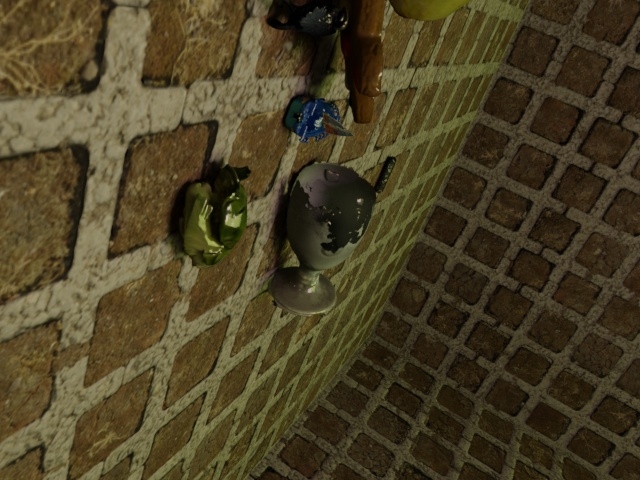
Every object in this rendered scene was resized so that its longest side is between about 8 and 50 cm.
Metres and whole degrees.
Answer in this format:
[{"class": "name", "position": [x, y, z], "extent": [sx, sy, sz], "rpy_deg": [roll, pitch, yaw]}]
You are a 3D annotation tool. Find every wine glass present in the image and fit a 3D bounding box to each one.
[{"class": "wine glass", "position": [-0.003, -0.001, 1.263], "extent": [0.190, 0.190, 0.357], "rpy_deg": [-41, 158, -48]}]

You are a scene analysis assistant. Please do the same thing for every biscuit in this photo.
[{"class": "biscuit", "position": [0.062, -0.359, 0.888], "extent": [0.432, 0.064, 0.283], "rpy_deg": [92, -1, -58]}]

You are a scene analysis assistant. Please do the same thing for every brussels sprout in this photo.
[{"class": "brussels sprout", "position": [-0.163, -0.035, 0.895], "extent": [0.139, 0.101, 0.181], "rpy_deg": [-71, 171, -62]}]

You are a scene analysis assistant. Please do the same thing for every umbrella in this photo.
[{"class": "umbrella", "position": [0.208, -0.212, 1.803], "extent": [0.036, 0.031, 0.133], "rpy_deg": [-4, 127, -39]}]

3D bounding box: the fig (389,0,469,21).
[{"class": "fig", "position": [0.208, -0.515, 0.907], "extent": [0.258, 0.258, 0.326], "rpy_deg": [-44, 169, -45]}]

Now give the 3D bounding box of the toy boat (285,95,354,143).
[{"class": "toy boat", "position": [0.014, -0.221, 1.067], "extent": [0.091, 0.110, 0.175], "rpy_deg": [-66, 165, 19]}]

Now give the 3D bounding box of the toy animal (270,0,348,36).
[{"class": "toy animal", "position": [-0.015, -0.325, 0.816], "extent": [0.220, 0.108, 0.062], "rpy_deg": [-80, -170, -75]}]
